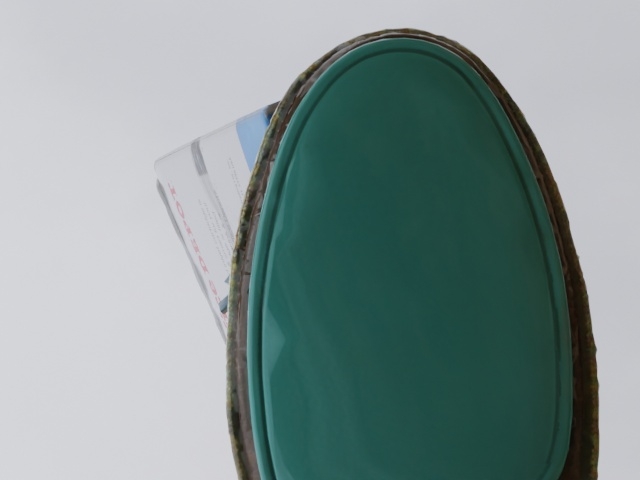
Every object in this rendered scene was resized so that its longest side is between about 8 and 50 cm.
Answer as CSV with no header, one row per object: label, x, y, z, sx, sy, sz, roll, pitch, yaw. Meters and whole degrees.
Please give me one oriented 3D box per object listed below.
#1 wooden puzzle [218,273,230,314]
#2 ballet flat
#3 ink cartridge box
wooden puzzle,-0.027,0.006,0.827,0.006,0.049,0.083,42,-101,-25
ballet flat,0.041,0.108,0.501,0.123,0.123,0.348,7,-113,-46
ink cartridge box,0.000,0.000,1.545,0.166,0.395,0.285,-24,-85,-21
